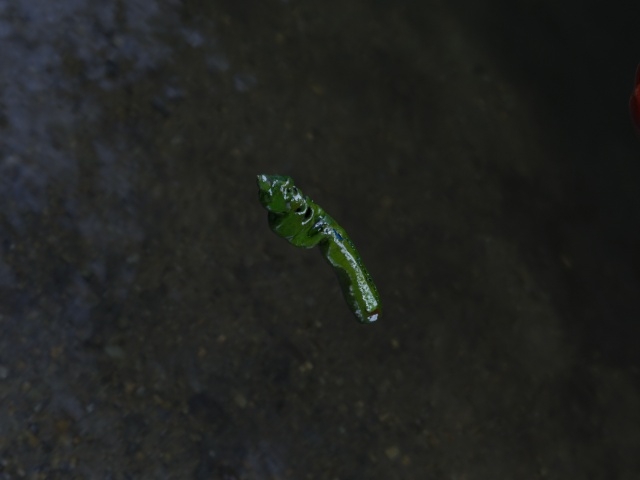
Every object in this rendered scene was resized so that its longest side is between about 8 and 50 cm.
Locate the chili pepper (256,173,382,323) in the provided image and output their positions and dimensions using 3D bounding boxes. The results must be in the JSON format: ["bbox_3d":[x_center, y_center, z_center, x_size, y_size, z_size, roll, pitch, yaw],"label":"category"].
[{"bbox_3d":[0.000,0.000,0.517,0.083,0.022,0.027,50,58,-20],"label":"chili pepper"}]

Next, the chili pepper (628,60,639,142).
[{"bbox_3d":[0.216,-0.077,0.721,0.063,0.071,0.272,25,7,16],"label":"chili pepper"}]
